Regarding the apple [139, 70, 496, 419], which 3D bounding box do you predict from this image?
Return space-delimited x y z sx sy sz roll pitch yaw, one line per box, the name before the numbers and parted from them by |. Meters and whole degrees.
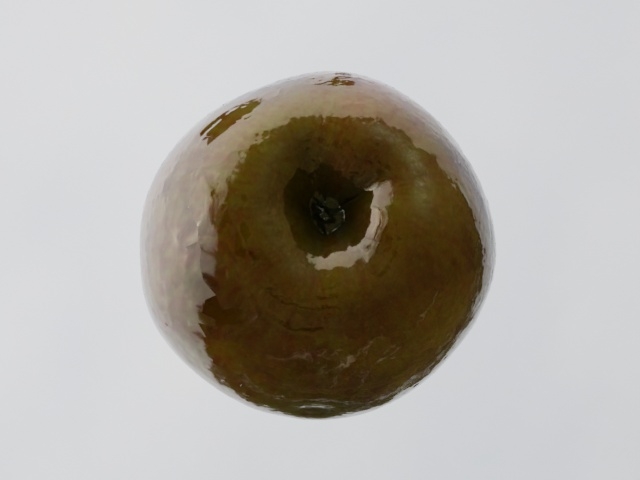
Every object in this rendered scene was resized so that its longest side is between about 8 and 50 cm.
apple | 0.000 0.000 1.213 0.264 0.264 0.264 -23 -45 -24
